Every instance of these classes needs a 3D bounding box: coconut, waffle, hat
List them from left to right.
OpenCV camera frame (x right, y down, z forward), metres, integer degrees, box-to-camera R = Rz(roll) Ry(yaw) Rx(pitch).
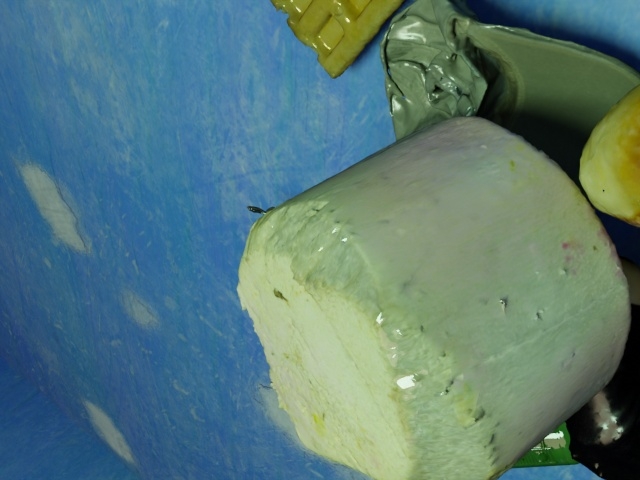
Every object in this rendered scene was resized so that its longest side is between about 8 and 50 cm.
[{"bbox_3d":[0.004,-0.331,0.703,0.248,0.055,0.221,52,142,0],"label":"waffle"},{"bbox_3d":[0.111,0.050,0.601,0.297,0.309,0.297,36,139,39],"label":"coconut"},{"bbox_3d":[0.180,-0.145,0.671,0.244,0.149,0.214,6,140,-5],"label":"hat"}]

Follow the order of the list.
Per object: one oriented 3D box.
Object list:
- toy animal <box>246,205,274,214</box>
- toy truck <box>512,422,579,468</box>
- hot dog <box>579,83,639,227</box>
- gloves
[{"bbox_3d":[0.000,-0.008,0.940,0.219,0.086,0.069,22,115,2],"label":"toy animal"},{"bbox_3d":[0.213,0.236,0.854,0.242,0.125,0.101,-14,116,30],"label":"toy truck"},{"bbox_3d":[0.388,-0.052,0.412,0.405,0.185,0.223,26,105,30],"label":"hot dog"},{"bbox_3d":[0.337,0.106,0.639,0.197,0.152,0.301,16,126,-8],"label":"gloves"}]
